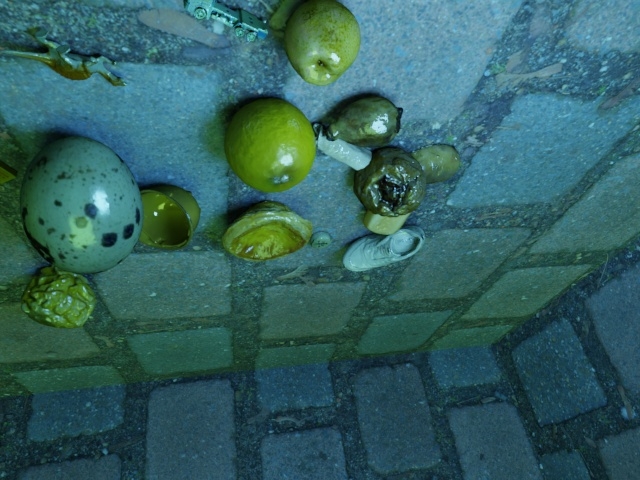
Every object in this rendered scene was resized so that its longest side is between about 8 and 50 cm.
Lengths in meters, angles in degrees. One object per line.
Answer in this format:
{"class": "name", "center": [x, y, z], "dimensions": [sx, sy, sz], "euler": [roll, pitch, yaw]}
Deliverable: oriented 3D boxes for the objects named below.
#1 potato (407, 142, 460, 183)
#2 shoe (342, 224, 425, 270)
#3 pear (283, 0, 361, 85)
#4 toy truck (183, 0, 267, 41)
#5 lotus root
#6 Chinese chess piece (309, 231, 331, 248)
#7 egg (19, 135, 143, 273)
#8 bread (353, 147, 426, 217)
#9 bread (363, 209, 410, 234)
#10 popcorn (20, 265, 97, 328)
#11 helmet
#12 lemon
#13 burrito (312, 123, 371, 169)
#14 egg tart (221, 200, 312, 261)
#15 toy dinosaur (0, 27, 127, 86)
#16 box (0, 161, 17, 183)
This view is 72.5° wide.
{"class": "potato", "center": [0.355, -0.231, 1.409], "dimensions": [0.200, 0.081, 0.164], "euler": [-12, 147, -2]}
{"class": "shoe", "center": [0.241, 0.029, 1.660], "dimensions": [0.341, 0.132, 0.210], "euler": [-19, 180, 6]}
{"class": "pear", "center": [0.005, -0.417, 0.931], "dimensions": [0.178, 0.178, 0.178], "euler": [-8, 148, -5]}
{"class": "toy truck", "center": [-0.181, -0.472, 0.882], "dimensions": [0.175, 0.067, 0.081], "euler": [13, 140, -32]}
{"class": "lotus root", "center": [0.116, -0.314, 1.165], "dimensions": [0.214, 0.138, 0.138], "euler": [-9, 148, -2]}
{"class": "Chinese chess piece", "center": [0.000, 0.000, 1.702], "dimensions": [0.084, 0.034, 0.084], "euler": [-9, 148, -5]}
{"class": "egg", "center": [-0.616, -0.087, 1.146], "dimensions": [0.287, 0.288, 0.379], "euler": [6, 120, -25]}
{"class": "bread", "center": [0.212, -0.171, 1.347], "dimensions": [0.229, 0.123, 0.230], "euler": [9, 123, 15]}
{"class": "bread", "center": [0.243, -0.114, 1.534], "dimensions": [0.147, 0.098, 0.217], "euler": [13, 136, -22]}
{"class": "popcorn", "center": [-0.949, 0.206, 1.594], "dimensions": [0.249, 0.225, 0.249], "euler": [7, 154, 3]}
{"class": "helmet", "center": [-0.457, -0.088, 1.331], "dimensions": [0.256, 0.140, 0.205], "euler": [-6, 120, 31]}
{"class": "lemon", "center": [-0.125, -0.231, 1.135], "dimensions": [0.240, 0.219, 0.240], "euler": [-11, 146, -7]}
{"class": "burrito", "center": [0.061, -0.267, 1.264], "dimensions": [0.226, 0.087, 0.060], "euler": [21, 142, -36]}
{"class": "egg tart", "center": [-0.183, -0.039, 1.503], "dimensions": [0.318, 0.128, 0.319], "euler": [-8, 150, -4]}
{"class": "toy dinosaur", "center": [-0.547, -0.385, 0.941], "dimensions": [0.212, 0.057, 0.142], "euler": [3, 166, -1]}
{"class": "box", "center": [-0.912, -0.174, 1.172], "dimensions": [0.155, 0.023, 0.087], "euler": [-19, 150, 13]}
